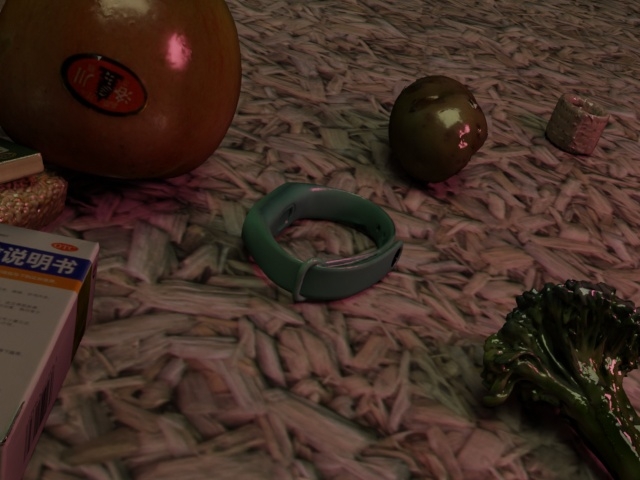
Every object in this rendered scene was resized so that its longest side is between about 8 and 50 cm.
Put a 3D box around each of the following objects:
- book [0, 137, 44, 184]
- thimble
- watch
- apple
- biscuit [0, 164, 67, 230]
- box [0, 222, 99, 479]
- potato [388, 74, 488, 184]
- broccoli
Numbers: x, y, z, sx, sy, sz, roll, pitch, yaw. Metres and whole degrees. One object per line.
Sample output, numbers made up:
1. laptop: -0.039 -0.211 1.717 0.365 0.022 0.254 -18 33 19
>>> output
1. book: -0.489 -0.097 0.999 0.202 0.027 0.264 -22 30 -39
2. thimble: 0.513 -0.232 1.641 0.102 0.090 0.115 15 30 -6
3. watch: 0.000 0.000 1.104 0.195 0.068 0.237 28 31 15
4. apple: -0.267 -0.243 1.100 0.338 0.305 0.338 14 9 -2
5. biscuit: -0.374 -0.033 0.985 0.070 0.082 0.168 26 28 4
6. box: -0.345 0.101 0.767 0.200 0.106 0.299 12 31 -6
7. potato: 0.197 -0.195 1.402 0.164 0.165 0.262 12 26 -4
8. broccoli: 0.281 0.162 0.903 0.198 0.177 0.275 15 45 -10
